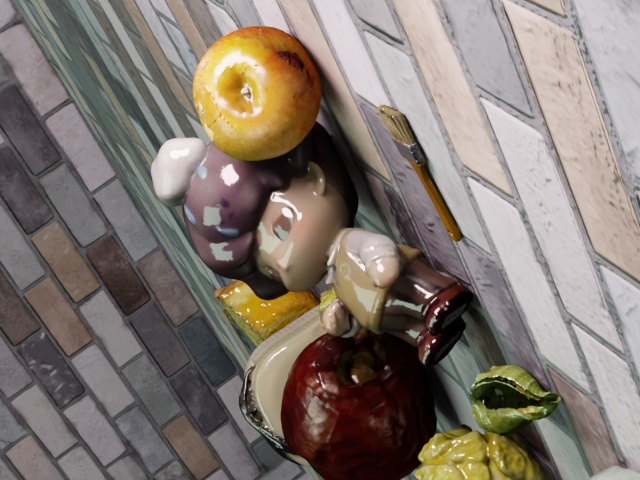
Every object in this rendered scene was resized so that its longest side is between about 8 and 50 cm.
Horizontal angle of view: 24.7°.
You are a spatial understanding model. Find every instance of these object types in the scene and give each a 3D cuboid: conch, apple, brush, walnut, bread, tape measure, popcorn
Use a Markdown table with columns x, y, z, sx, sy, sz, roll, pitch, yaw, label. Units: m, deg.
| x | y | z | sx | sy | sz | roll | pitch | yaw | label |
| --- | --- | --- | --- | --- | --- | --- | --- | --- | --- |
| 0.202 | 0.170 | 1.568 | 0.089 | 0.074 | 0.121 | 19 | 163 | -31 | conch |
| -0.067 | -0.159 | 1.559 | 0.146 | 0.146 | 0.146 | 52 | 169 | 14 | apple |
| 0.102 | -0.064 | 1.451 | 0.170 | 0.014 | 0.043 | 59 | 170 | -28 | brush |
| 0.055 | 0.210 | 2.041 | 0.269 | 0.222 | 0.244 | 92 | 178 | -51 | walnut |
| -0.061 | 0.134 | 2.436 | 0.143 | 0.139 | 0.229 | 47 | 174 | 39 | bread |
| 0.013 | 0.259 | 2.244 | 0.271 | 0.231 | 0.133 | 58 | 170 | -14 | tape measure |
| 0.035 | 0.103 | 2.150 | 0.083 | 0.059 | 0.068 | 31 | 138 | 1 | popcorn |
| 0.185 | 0.297 | 1.806 | 0.168 | 0.173 | 0.195 | 24 | -179 | -22 | popcorn |

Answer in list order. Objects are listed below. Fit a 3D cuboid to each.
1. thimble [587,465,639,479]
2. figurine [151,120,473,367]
| x | y | z | sx | sy | sz | roll | pitch | yaw | label |
| --- | --- | --- | --- | --- | --- | --- | --- | --- | --- |
| 0.316 | 0.353 | 1.449 | 0.237 | 0.150 | 0.237 | 50 | 167 | 16 | thimble |
| -0.011 | 0.016 | 1.662 | 0.365 | 0.206 | 0.218 | 49 | 167 | 28 | figurine |
